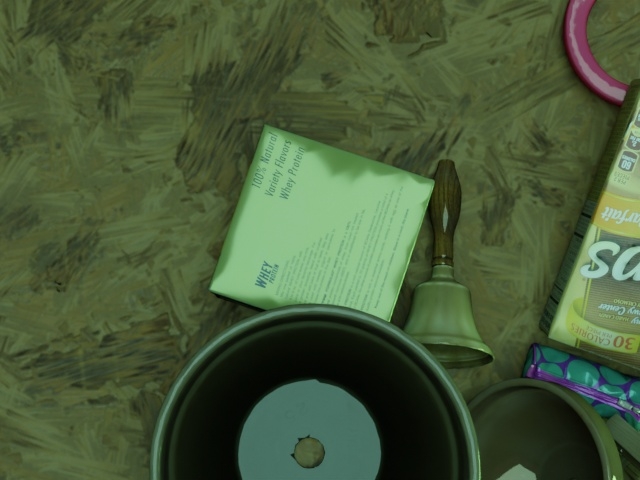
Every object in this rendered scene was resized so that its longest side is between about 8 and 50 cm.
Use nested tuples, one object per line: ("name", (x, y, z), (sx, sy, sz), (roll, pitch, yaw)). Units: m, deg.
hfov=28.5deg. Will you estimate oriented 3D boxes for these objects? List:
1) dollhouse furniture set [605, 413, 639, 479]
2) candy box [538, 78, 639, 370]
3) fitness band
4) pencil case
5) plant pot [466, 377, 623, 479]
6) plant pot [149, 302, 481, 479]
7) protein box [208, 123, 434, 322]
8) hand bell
("dollhouse furniture set", (0.357, 0.312, 1.418), (0.123, 0.144, 0.151), (-41, 126, -3))
("candy box", (0.395, -0.009, 1.456), (0.183, 0.087, 0.316), (20, 95, 1))
("fitness band", (0.439, -0.259, 1.515), (0.291, 0.054, 0.209), (-9, 86, 5))
("pencil case", (0.310, 0.170, 1.470), (0.152, 0.070, 0.064), (17, 97, 2))
("plant pot", (0.255, 0.276, 1.413), (0.110, 0.237, 0.237), (13, 82, -41))
("plant pot", (-0.007, 0.236, 1.350), (0.323, 0.280, 0.323), (0, 84, -1))
("protein box", (0.000, 0.000, 1.447), (0.201, 0.136, 0.200), (18, 85, 0))
("hand bell", (0.146, 0.019, 1.479), (0.126, 0.126, 0.242), (5, 72, -1))
